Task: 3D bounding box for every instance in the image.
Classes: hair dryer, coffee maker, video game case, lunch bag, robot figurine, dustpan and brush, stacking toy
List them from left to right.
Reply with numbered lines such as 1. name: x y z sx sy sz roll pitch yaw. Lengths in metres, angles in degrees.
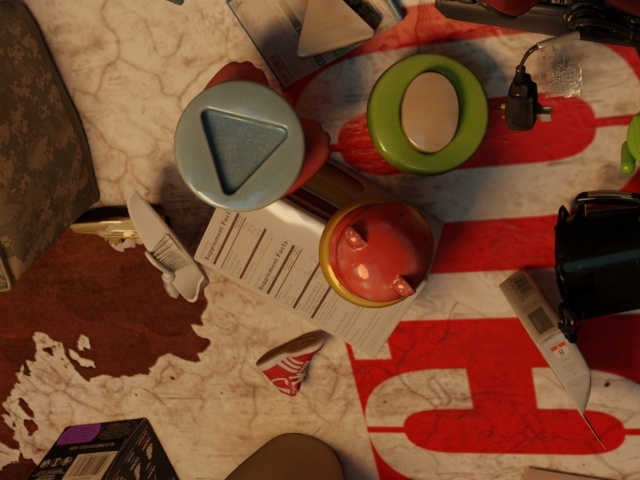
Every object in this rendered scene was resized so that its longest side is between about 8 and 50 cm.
1. lunch bag: -0.405 -0.119 1.123 0.168 0.235 0.287 3 121 16
2. dustpan and brush: -0.190 0.033 1.216 0.060 0.211 0.147 -39 75 -5
3. video game case: -0.007 -0.254 1.047 0.166 0.015 0.119 -25 110 29
4. stacking toy: 0.023 -0.102 0.965 0.308 0.130 0.280 33 92 -2
5. hair dryer: 0.257 -0.255 0.909 0.223 0.080 0.294 -14 126 7
6. coffee maker: 0.348 0.027 1.010 0.178 0.171 0.120 -11 147 26
7. robot figurine: 0.354 -0.101 0.972 0.101 0.115 0.067 -14 77 32

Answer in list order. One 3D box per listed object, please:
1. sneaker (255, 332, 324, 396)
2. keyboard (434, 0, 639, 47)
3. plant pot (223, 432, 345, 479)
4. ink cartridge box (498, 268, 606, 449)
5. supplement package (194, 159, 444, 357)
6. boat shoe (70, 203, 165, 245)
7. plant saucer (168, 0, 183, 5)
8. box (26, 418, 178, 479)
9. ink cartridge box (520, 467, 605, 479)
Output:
1. sneaker: -0.027 0.170 1.294 0.118 0.042 0.067 -26 106 37
2. keyboard: 0.276 -0.288 0.926 0.317 0.033 0.202 10 123 11
3. plant pot: -0.061 0.404 1.308 0.256 0.274 0.257 8 122 13
4. ink cartridge box: 0.284 0.136 1.114 0.045 0.145 0.179 -35 115 9
5. supplement package: 0.000 0.000 1.123 0.244 0.139 0.134 28 125 -2
6. boat shoe: -0.266 -0.016 1.253 0.135 0.050 0.045 -2 116 18
7. plant saucer: -0.166 -0.352 1.037 0.067 0.018 0.192 22 125 5
8. box: -0.311 0.430 1.484 0.165 0.143 0.270 -10 117 24
9. ink cartridge box: 0.410 0.446 1.270 0.306 0.131 0.226 4 122 14
